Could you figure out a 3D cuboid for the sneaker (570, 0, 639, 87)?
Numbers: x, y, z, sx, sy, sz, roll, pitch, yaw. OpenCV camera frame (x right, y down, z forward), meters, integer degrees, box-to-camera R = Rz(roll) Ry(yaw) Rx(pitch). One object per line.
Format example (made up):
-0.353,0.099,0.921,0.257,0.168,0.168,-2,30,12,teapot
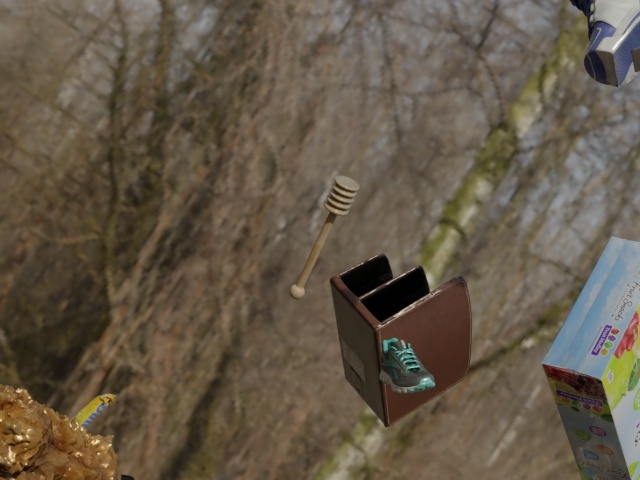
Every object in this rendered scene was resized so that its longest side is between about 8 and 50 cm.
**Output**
0.505,-0.414,2.223,0.182,0.315,0.127,15,-31,28,sneaker

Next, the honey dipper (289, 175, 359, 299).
0.000,0.000,1.432,0.030,0.160,0.030,20,26,-10,honey dipper

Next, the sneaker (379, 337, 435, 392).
0.134,0.201,2.041,0.065,0.076,0.166,-10,9,-20,sneaker

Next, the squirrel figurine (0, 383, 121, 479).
-0.448,0.267,1.423,0.370,0.397,0.281,47,20,-15,squirrel figurine

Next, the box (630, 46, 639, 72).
0.539,-0.276,1.770,0.186,0.145,0.038,-172,-110,-85,box

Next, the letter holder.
0.159,0.165,2.356,0.152,0.214,0.301,47,-22,38,letter holder

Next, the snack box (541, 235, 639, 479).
0.308,0.130,1.272,0.070,0.174,0.207,13,-35,34,snack box

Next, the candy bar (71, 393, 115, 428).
-0.332,0.254,1.643,0.018,0.161,0.040,50,6,13,candy bar

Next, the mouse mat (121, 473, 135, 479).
-0.390,0.449,2.056,0.190,0.152,0.007,2,-19,33,mouse mat
